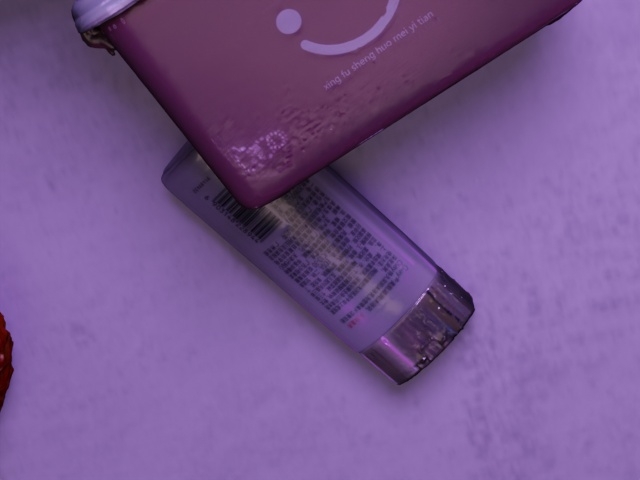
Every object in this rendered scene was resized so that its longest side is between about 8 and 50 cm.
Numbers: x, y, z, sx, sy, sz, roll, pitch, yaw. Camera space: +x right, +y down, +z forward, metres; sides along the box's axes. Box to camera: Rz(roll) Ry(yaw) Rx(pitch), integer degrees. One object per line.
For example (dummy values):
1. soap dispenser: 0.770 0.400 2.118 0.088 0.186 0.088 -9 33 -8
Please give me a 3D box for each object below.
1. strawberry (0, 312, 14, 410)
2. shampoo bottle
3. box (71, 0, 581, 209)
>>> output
1. strawberry: -0.271 0.104 1.239 0.107 0.175 0.236 -11 152 -22
2. shampoo bottle: 0.000 0.000 1.202 0.227 0.056 0.086 40 104 -12
3. box: 0.012 -0.162 1.050 0.294 0.193 0.167 -32 107 11
